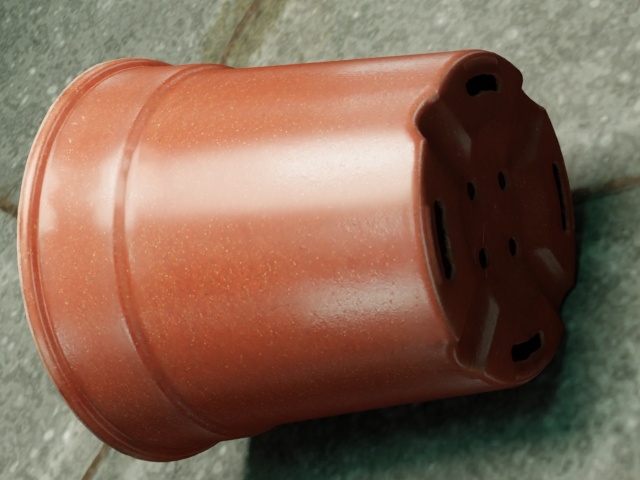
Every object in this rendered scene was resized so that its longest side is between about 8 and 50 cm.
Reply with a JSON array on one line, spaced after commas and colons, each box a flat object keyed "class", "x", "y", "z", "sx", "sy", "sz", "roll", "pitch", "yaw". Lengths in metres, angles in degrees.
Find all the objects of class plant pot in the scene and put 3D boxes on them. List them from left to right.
[{"class": "plant pot", "x": 0.000, "y": 0.000, "z": 1.044, "sx": 0.265, "sy": 0.272, "sz": 0.272, "roll": -6, "pitch": 56, "yaw": 33}]
